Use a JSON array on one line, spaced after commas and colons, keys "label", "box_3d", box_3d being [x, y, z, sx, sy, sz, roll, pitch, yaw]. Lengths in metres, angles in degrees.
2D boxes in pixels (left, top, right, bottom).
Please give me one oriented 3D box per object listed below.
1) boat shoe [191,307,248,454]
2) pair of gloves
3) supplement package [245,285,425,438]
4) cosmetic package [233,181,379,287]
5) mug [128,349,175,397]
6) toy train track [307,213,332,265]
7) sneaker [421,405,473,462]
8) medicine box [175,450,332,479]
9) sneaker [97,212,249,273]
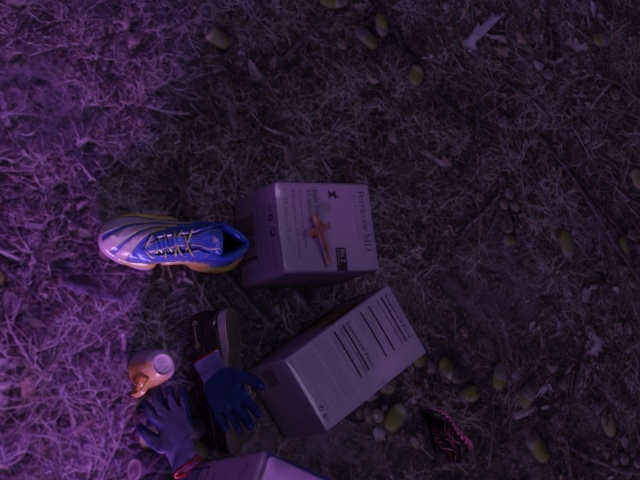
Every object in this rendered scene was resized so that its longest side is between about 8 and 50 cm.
[{"label": "boat shoe", "box_3d": [-0.161, 0.222, 1.691, 0.081, 0.069, 0.227, 18, 67, -72]}, {"label": "pair of gloves", "box_3d": [-0.177, 0.252, 1.606, 0.198, 0.023, 0.159, -34, 52, -3]}, {"label": "supplement package", "box_3d": [0.027, 0.198, 1.767, 0.244, 0.139, 0.133, -33, 96, -35]}, {"label": "cosmetic package", "box_3d": [-0.025, -0.007, 1.785, 0.184, 0.151, 0.151, -1, 79, -32]}, {"label": "mug", "box_3d": [-0.252, 0.200, 1.641, 0.062, 0.064, 0.078, 8, 73, -30]}, {"label": "toy train track", "box_3d": [0.000, 0.000, 1.700, 0.048, 0.014, 0.083, -19, 94, -40]}, {"label": "sneaker", "box_3d": [0.216, 0.344, 1.901, 0.119, 0.047, 0.057, 47, 69, -10]}, {"label": "medicine box", "box_3d": [-0.060, 0.428, 1.557, 0.264, 0.289, 0.149, 28, 64, -22]}, {"label": "sneaker", "box_3d": [-0.219, -0.006, 1.682, 0.240, 0.126, 0.091, 5, 73, -31]}]
